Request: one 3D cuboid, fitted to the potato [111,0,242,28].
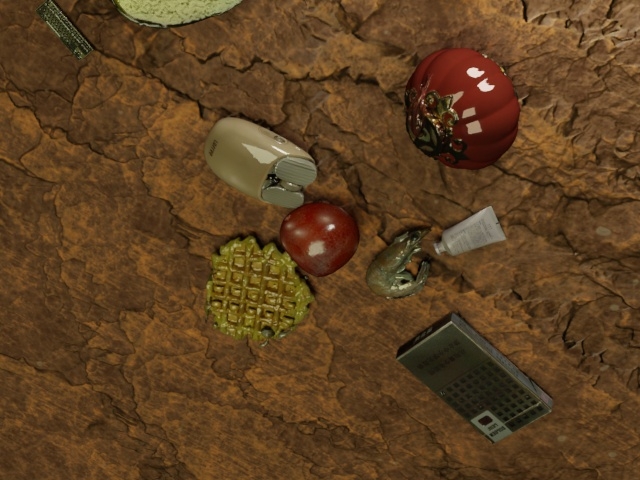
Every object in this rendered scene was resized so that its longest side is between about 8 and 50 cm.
[{"bbox_3d":[-0.247,-0.488,1.694,0.272,0.111,0.160,-17,125,9],"label":"potato"}]

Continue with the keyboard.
[{"bbox_3d":[-0.511,-0.420,1.866,0.049,0.015,0.129,-28,112,29],"label":"keyboard"}]

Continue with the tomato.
[{"bbox_3d":[0.000,0.000,1.930,0.167,0.167,0.167,7,124,10],"label":"tomato"}]

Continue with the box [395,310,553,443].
[{"bbox_3d":[0.346,0.314,2.107,0.325,0.047,0.180,41,123,-14],"label":"box"}]

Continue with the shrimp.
[{"bbox_3d":[0.184,0.050,1.977,0.126,0.047,0.223,30,129,-12],"label":"shrimp"}]

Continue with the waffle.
[{"bbox_3d":[-0.151,0.111,2.100,0.280,0.060,0.262,-27,110,27],"label":"waffle"}]

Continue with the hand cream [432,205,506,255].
[{"bbox_3d":[0.299,-0.010,1.912,0.142,0.053,0.084,-25,115,11],"label":"hand cream"}]

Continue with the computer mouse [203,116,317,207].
[{"bbox_3d":[-0.126,-0.157,1.900,0.236,0.082,0.145,29,125,-4],"label":"computer mouse"}]

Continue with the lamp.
[{"bbox_3d":[0.246,-0.231,1.671,0.227,0.227,0.227,7,124,10],"label":"lamp"}]
